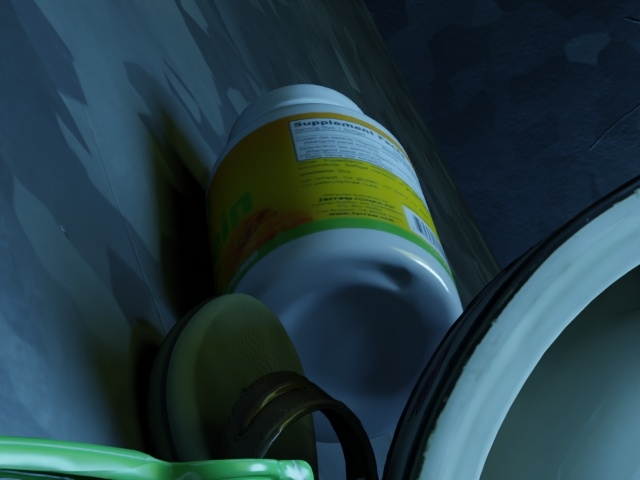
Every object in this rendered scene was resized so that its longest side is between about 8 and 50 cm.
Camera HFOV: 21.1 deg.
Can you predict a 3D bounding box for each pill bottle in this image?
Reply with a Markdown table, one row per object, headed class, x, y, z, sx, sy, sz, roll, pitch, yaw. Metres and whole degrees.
| class | x | y | z | sx | sy | sz | roll | pitch | yaw |
| --- | --- | --- | --- | --- | --- | --- | --- | --- | --- |
| pill bottle | 0.000 | 0.000 | 1.045 | 0.136 | 0.136 | 0.245 | 56 | 10 | -29 |

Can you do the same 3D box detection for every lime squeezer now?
| class | x | y | z | sx | sy | sz | roll | pitch | yaw |
| --- | --- | --- | --- | --- | --- | --- | --- | --- | --- |
| lime squeezer | -0.034 | 0.122 | 0.602 | 0.059 | 0.110 | 0.310 | -3 | -42 | 50 |

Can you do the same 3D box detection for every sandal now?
| class | x | y | z | sx | sy | sz | roll | pitch | yaw |
| --- | --- | --- | --- | --- | --- | --- | --- | --- | --- |
| sandal | -0.014 | 0.120 | 0.757 | 0.120 | 0.086 | 0.302 | 54 | 13 | -24 |

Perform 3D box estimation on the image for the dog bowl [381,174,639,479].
| class | x | y | z | sx | sy | sz | roll | pitch | yaw |
| --- | --- | --- | --- | --- | --- | --- | --- | --- | --- |
| dog bowl | 0.209 | 0.152 | 0.824 | 0.408 | 0.408 | 0.150 | 60 | -11 | -8 |
